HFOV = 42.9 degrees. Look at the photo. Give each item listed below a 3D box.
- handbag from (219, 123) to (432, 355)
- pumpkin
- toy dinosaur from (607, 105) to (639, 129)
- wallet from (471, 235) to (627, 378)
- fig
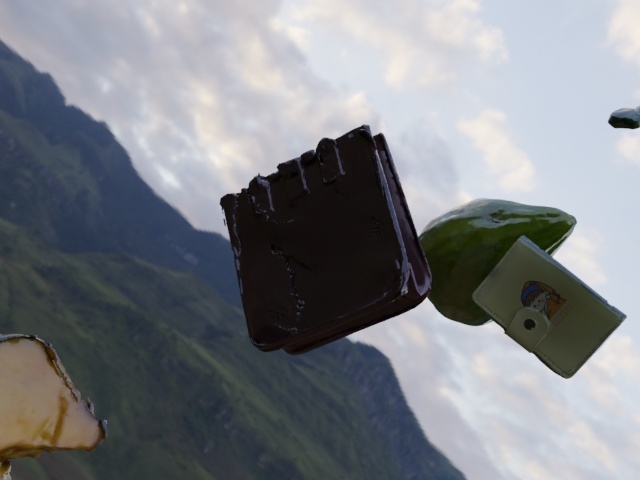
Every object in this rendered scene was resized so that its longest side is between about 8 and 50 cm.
[{"bbox_3d":[0.002,0.001,0.885,0.074,0.203,0.216,27,42,-55],"label":"handbag"},{"bbox_3d":[-0.380,0.233,0.788,0.225,0.303,0.256,-12,-39,42],"label":"pumpkin"},{"bbox_3d":[0.453,-0.158,0.851,0.300,0.447,0.087,-7,-78,19],"label":"toy dinosaur"},{"bbox_3d":[0.273,0.083,0.988,0.155,0.110,0.039,41,15,16],"label":"wallet"},{"bbox_3d":[0.217,0.023,1.103,0.167,0.167,0.233,40,-23,2],"label":"fig"}]
